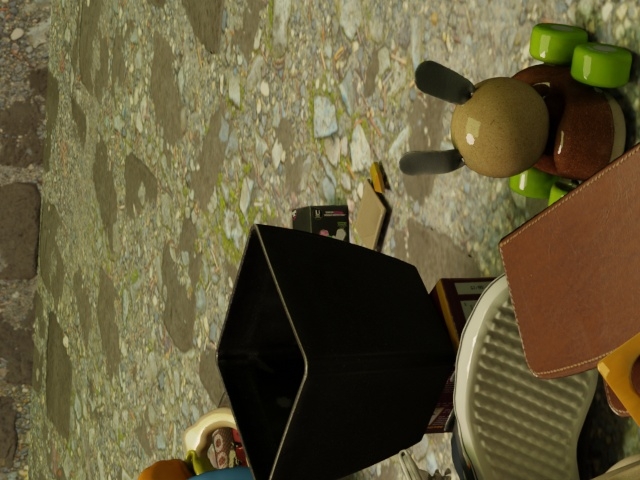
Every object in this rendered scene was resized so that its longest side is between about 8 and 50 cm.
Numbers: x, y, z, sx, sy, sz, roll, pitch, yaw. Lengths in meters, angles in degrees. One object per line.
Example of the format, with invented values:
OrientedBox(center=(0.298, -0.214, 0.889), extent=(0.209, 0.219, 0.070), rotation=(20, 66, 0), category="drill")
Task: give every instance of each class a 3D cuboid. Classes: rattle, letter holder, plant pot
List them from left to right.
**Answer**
OrientedBox(center=(-0.108, 0.261, 2.069), extent=(0.199, 0.142, 0.130), rotation=(-12, 67, 32), category="rattle")
OrientedBox(center=(0.017, 0.111, 1.559), extent=(0.187, 0.167, 0.188), rotation=(-112, 30, -43), category="plant pot")
OrientedBox(center=(0.280, 0.049, 1.209), extent=(0.302, 0.152, 0.214), rotation=(138, 125, -62), category="letter holder")

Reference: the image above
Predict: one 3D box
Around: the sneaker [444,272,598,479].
OrientedBox(center=(0.171, 0.151, 1.463), extent=(0.127, 0.126, 0.321), rotation=(-112, 16, -62), category="sneaker")

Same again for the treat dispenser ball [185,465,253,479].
OrientedBox(center=(-0.094, 0.412, 1.970), extent=(0.288, 0.288, 0.288), rotation=(179, 90, -68), category="treat dispenser ball")

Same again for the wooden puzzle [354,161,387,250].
OrientedBox(center=(0.060, -0.027, 1.932), extent=(0.078, 0.014, 0.116), rotation=(-108, 27, -45), category="wooden puzzle")

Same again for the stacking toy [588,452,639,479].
OrientedBox(center=(0.230, 0.427, 1.232), extent=(0.480, 0.350, 0.350), rotation=(65, 152, 15), category="stacking toy")

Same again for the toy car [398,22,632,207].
OrientedBox(center=(0.157, -0.103, 1.449), extent=(0.149, 0.188, 0.155), rotation=(-137, 50, -60), category="toy car")

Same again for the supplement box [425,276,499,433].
OrientedBox(center=(0.138, 0.115, 1.624), extent=(0.188, 0.104, 0.081), rotation=(120, 143, -52), category="supplement box")

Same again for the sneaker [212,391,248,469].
OrientedBox(center=(-0.091, 0.299, 2.214), extent=(0.135, 0.097, 0.276), rotation=(-173, 84, -68), category="sneaker")

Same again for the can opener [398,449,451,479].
OrientedBox(center=(0.101, 0.264, 1.494), extent=(0.074, 0.093, 0.280), rotation=(66, -173, 29), category="can opener")

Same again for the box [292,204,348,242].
OrientedBox(center=(0.000, 0.000, 2.028), extent=(0.062, 0.052, 0.083), rotation=(172, 97, -67), category="box")

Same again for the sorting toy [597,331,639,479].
OrientedBox(center=(0.305, 0.207, 1.101), extent=(0.348, 0.196, 0.047), rotation=(67, -164, 8), category="sorting toy")
